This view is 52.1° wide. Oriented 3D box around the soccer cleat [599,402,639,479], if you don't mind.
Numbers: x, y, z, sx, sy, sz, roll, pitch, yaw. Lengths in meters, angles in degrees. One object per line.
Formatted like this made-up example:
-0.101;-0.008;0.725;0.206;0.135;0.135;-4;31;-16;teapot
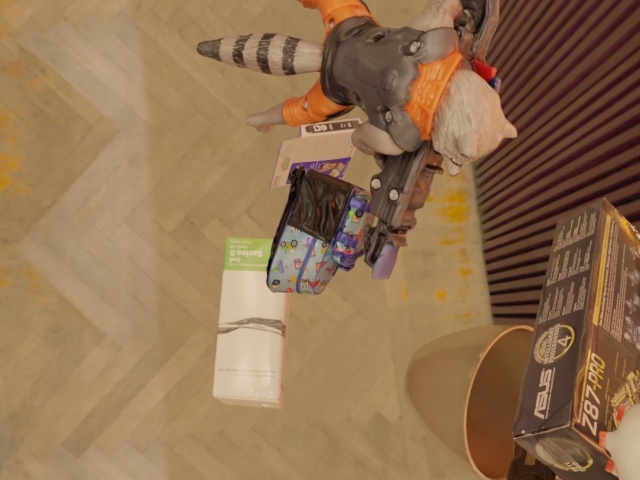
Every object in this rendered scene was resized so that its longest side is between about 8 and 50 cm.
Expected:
0.252;0.196;0.453;0.068;0.076;0.196;-40;117;-30;soccer cleat

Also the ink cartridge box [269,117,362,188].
-0.018;-0.210;1.595;0.208;0.206;0.045;-11;64;-19;ink cartridge box

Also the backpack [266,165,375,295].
0.000;0.000;0.882;0.117;0.158;0.173;21;94;9;backpack

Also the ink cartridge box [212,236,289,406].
-0.115;0.153;1.167;0.114;0.198;0.273;3;72;-1;ink cartridge box

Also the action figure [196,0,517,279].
0.035;-0.128;0.676;0.330;0.178;0.341;24;107;37;action figure

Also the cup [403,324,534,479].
0.327;0.331;1.447;0.331;0.237;0.331;-5;98;-39;cup

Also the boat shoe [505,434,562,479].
0.337;0.329;0.983;0.095;0.257;0.095;-2;118;37;boat shoe

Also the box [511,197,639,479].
0.431;0.180;0.886;0.318;0.097;0.395;41;49;-15;box
